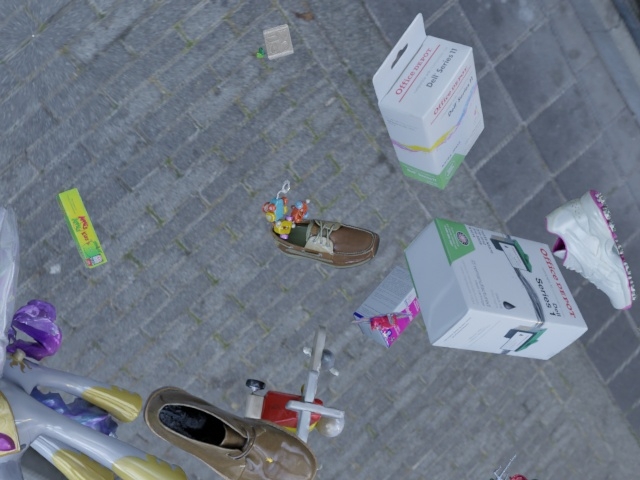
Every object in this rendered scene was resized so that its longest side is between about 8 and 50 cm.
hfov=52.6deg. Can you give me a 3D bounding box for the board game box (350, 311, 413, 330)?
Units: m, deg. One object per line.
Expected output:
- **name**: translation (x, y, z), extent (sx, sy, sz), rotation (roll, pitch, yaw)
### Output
- **board game box**: translation (0.160, 0.216, 1.666), extent (0.168, 0.133, 0.033), rotation (17, 60, -58)

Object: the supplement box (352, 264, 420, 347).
- **supplement box**: translation (0.222, 0.200, 1.992), extent (0.220, 0.113, 0.111), rotation (-47, 136, -19)

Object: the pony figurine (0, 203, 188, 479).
- **pony figurine**: translation (-0.349, 0.152, 0.692), extent (0.363, 0.351, 0.303), rotation (42, 83, -33)

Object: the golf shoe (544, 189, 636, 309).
- **golf shoe**: translation (0.595, 0.034, 1.427), extent (0.140, 0.115, 0.306), rotation (-21, 113, 23)

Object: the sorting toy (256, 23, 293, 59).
- **sorting toy**: translation (-0.101, -0.417, 1.374), extent (0.083, 0.012, 0.062), rotation (-11, 96, 16)

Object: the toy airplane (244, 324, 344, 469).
- **toy airplane**: translation (-0.036, 0.486, 1.822), extent (0.272, 0.384, 0.386), rotation (23, 111, -26)

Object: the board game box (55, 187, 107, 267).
- **board game box**: translation (-0.558, -0.027, 1.508), extent (0.043, 0.092, 0.182), rotation (-24, 100, -25)

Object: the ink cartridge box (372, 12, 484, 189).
- **ink cartridge box**: translation (0.249, -0.298, 1.433), extent (0.207, 0.119, 0.353), rotation (-55, 149, -13)

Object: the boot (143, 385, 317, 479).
- **boot**: translation (-0.130, 0.324, 1.015), extent (0.305, 0.115, 0.112), rotation (28, 73, -16)

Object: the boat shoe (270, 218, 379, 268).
- **boat shoe**: translation (0.000, 0.000, 1.796), extent (0.120, 0.323, 0.123), rotation (44, 54, -53)

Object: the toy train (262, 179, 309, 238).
- **toy train**: translation (-0.088, -0.078, 1.576), extent (0.125, 0.046, 0.166), rotation (-63, 152, -15)

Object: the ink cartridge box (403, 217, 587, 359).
- **ink cartridge box**: translation (0.245, 0.071, 0.916), extent (0.219, 0.160, 0.093), rotation (10, 137, -27)

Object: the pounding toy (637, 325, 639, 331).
- **pounding toy**: translation (0.879, 0.284, 1.638), extent (0.100, 0.141, 0.130), rotation (-17, 90, -48)

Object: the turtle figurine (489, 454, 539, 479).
- **turtle figurine**: translation (0.442, 0.603, 1.409), extent (0.118, 0.175, 0.234), rotation (35, 76, -52)
